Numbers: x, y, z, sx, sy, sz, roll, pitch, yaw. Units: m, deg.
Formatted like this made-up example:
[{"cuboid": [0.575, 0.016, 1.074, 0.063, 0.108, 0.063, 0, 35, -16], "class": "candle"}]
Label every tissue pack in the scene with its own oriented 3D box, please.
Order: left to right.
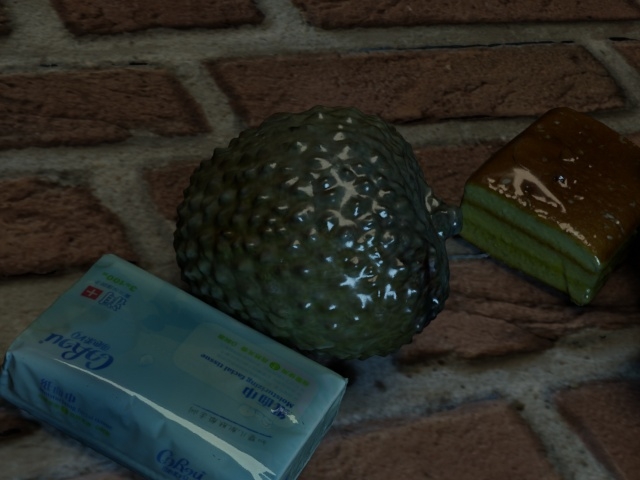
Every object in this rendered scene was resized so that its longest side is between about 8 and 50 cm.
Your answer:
[{"cuboid": [-0.126, 0.128, 1.272, 0.263, 0.089, 0.177, 26, 40, 11], "class": "tissue pack"}]

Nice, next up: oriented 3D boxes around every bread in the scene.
[{"cuboid": [0.284, -0.050, 1.639, 0.184, 0.111, 0.234, 33, 40, 16], "class": "bread"}]

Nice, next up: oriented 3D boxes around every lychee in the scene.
[{"cuboid": [0.000, 0.000, 1.369, 0.274, 0.255, 0.255, -16, 43, 1], "class": "lychee"}]
